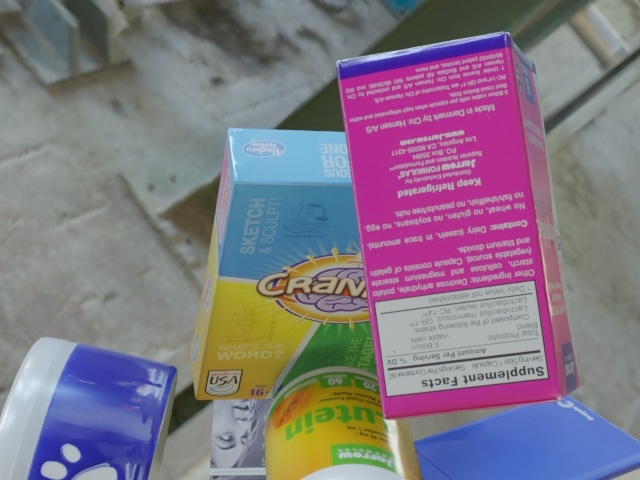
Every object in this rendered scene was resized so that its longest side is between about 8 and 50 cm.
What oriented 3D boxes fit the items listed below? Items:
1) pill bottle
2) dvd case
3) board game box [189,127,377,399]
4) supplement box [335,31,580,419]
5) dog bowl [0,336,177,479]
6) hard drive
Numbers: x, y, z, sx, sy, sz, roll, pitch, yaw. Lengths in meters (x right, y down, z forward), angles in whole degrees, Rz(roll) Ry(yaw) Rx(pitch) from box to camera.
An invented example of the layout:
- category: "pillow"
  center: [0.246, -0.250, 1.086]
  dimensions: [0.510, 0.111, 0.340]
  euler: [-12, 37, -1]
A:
- category: "pill bottle"
  center: [0.022, 0.224, 1.059]
  dimensions: [0.136, 0.136, 0.246]
  euler: [39, 16, -19]
- category: "dvd case"
  center: [-0.109, 0.300, 2.126]
  dimensions: [0.018, 0.164, 0.221]
  euler: [35, 53, -63]
- category: "board game box"
  center: [0.016, 0.032, 1.138]
  dimensions: [0.242, 0.316, 0.064]
  euler: [0, 50, -12]
- category: "supplement box"
  center: [0.088, -0.006, 0.779]
  dimensions: [0.111, 0.114, 0.220]
  euler: [5, 78, -73]
- category: "dog bowl"
  center: [-0.181, 0.208, 0.899]
  dimensions: [0.104, 0.265, 0.265]
  euler: [12, 37, -4]
- category: "hard drive"
  center: [0.285, 0.314, 1.763]
  dimensions: [0.318, 0.040, 0.210]
  euler: [-13, 26, -28]
